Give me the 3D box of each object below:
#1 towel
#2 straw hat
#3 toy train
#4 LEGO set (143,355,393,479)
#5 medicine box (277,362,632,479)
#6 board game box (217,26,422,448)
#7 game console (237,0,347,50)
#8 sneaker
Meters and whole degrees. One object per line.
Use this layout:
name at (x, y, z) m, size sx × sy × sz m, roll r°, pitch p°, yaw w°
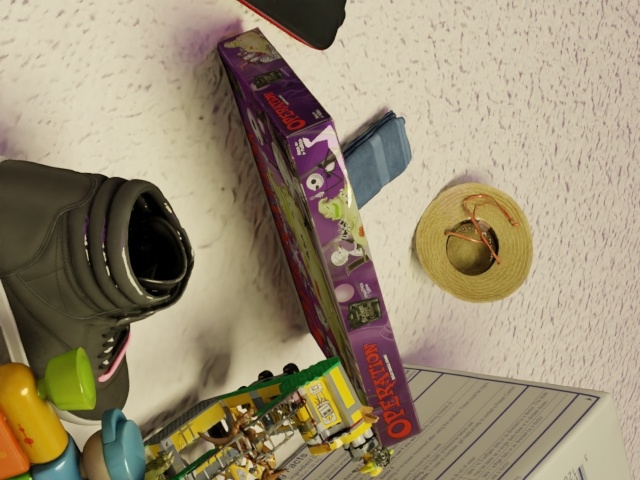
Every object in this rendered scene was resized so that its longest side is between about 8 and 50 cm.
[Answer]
towel at (0.049, -0.077, 1.524) m, size 0.119 × 0.029 × 0.067 m, roll -42°, pitch 131°, yaw -38°
straw hat at (0.167, 0.012, 1.673) m, size 0.144 × 0.144 × 0.061 m, roll -57°, pitch 179°, yaw -24°
toy train at (-0.233, 0.111, 1.103) m, size 0.105 × 0.143 × 0.248 m, roll -96°, pitch 169°, yaw -54°
LEGO set at (-0.078, 0.258, 1.275) m, size 0.331 × 0.255 × 0.192 m, roll -36°, pitch 101°, yaw -54°
medicine box at (0.125, 0.264, 1.507) m, size 0.263 × 0.289 × 0.149 m, roll -37°, pitch 119°, yaw -40°
board game box at (0.000, 0.000, 1.349) m, size 0.056 × 0.208 × 0.347 m, roll -21°, pitch 123°, yaw -5°
game console at (-0.026, -0.397, 1.305) m, size 0.342 × 0.060 × 0.387 m, roll 24°, pitch 82°, yaw -52°
sneaker at (-0.164, 0.057, 1.166) m, size 0.296 × 0.146 × 0.105 m, roll 76°, pitch 27°, yaw -45°
